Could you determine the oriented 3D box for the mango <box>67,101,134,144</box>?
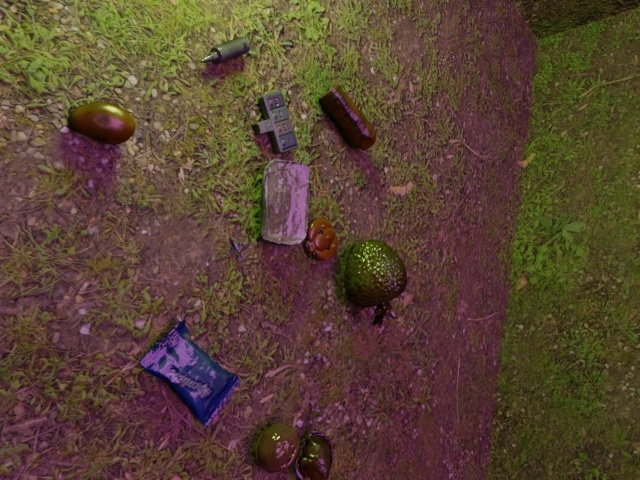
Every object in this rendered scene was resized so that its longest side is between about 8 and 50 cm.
[{"bbox_3d":[-0.595,-0.326,1.386,0.163,0.089,0.111,22,74,-32],"label":"mango"}]

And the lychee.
[{"bbox_3d":[0.219,0.156,2.026,0.270,0.270,0.319,19,42,-41],"label":"lychee"}]

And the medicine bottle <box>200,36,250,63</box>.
[{"bbox_3d":[-0.321,-0.624,1.682,0.199,0.058,0.057,-40,115,-37],"label":"medicine bottle"}]

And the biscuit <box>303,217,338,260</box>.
[{"bbox_3d":[0.003,0.000,1.962,0.170,0.050,0.170,4,85,-43],"label":"biscuit"}]

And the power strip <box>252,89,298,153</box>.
[{"bbox_3d":[-0.176,-0.416,1.817,0.145,0.061,0.215,-26,105,-34],"label":"power strip"}]

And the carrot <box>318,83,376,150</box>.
[{"bbox_3d":[0.115,-0.498,2.056,0.302,0.114,0.114,47,58,-28],"label":"carrot"}]

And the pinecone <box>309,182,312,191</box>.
[{"bbox_3d":[-0.069,-0.203,1.892,0.077,0.077,0.083,14,68,-42],"label":"pinecone"}]

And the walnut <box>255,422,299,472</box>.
[{"bbox_3d":[-0.149,0.706,1.726,0.166,0.149,0.166,-48,153,-35],"label":"walnut"}]

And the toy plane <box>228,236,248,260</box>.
[{"bbox_3d":[-0.283,0.026,1.707,0.078,0.024,0.084,-30,110,-21],"label":"toy plane"}]

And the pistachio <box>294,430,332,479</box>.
[{"bbox_3d":[-0.018,0.807,1.850,0.165,0.131,0.210,19,67,-39],"label":"pistachio"}]

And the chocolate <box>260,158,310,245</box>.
[{"bbox_3d":[-0.134,-0.132,1.794,0.185,0.100,0.303,6,87,-30],"label":"chocolate"}]

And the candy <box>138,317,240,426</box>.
[{"bbox_3d":[-0.388,0.409,1.558,0.187,0.077,0.331,-50,120,-25],"label":"candy"}]
